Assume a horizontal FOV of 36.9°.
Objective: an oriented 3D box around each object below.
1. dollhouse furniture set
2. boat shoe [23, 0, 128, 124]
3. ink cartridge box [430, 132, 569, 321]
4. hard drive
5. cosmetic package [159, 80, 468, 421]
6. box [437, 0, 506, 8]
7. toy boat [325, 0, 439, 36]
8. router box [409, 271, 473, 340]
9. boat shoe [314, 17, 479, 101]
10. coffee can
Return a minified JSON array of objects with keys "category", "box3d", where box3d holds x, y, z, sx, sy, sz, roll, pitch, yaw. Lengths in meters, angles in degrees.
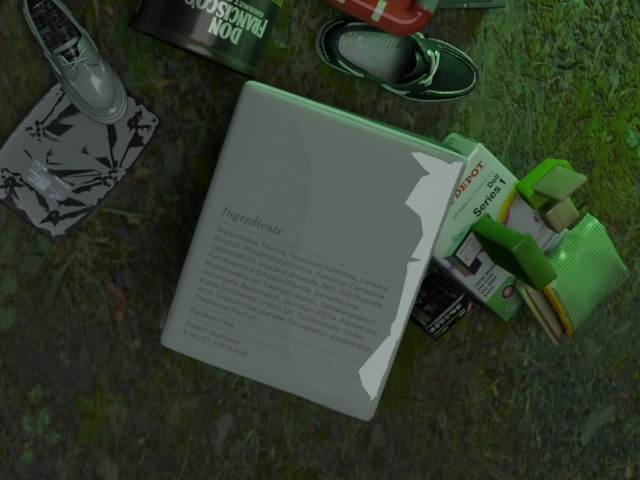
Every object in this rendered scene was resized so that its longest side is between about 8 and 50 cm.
[{"category":"dollhouse furniture set","box3d":[0.428,0.040,1.617,0.197,0.151,0.302,-40,114,-5]},{"category":"boat shoe","box3d":[-0.363,-0.268,1.391,0.079,0.081,0.228,-35,83,-4]},{"category":"ink cartridge box","box3d":[0.280,-0.023,1.696,0.278,0.117,0.201,40,89,-23]},{"category":"hard drive","box3d":[-0.385,-0.140,1.480,0.172,0.054,0.255,41,88,-23]},{"category":"cosmetic package","box3d":[0.000,0.000,1.445,0.327,0.329,0.394,20,99,4]},{"category":"box","box3d":[0.220,-0.500,1.585,0.182,0.056,0.231,-5,106,-15]},{"category":"toy boat","box3d":[0.087,-0.419,1.463,0.231,0.151,0.151,24,87,-7]},{"category":"router box","box3d":[0.203,0.116,1.705,0.092,0.122,0.038,-41,117,-4]},{"category":"boat shoe","box3d":[0.140,-0.293,1.593,0.302,0.091,0.115,6,102,-20]},{"category":"coffee can","box3d":[-0.140,-0.404,1.413,0.201,0.201,0.276,20,97,-22]}]
